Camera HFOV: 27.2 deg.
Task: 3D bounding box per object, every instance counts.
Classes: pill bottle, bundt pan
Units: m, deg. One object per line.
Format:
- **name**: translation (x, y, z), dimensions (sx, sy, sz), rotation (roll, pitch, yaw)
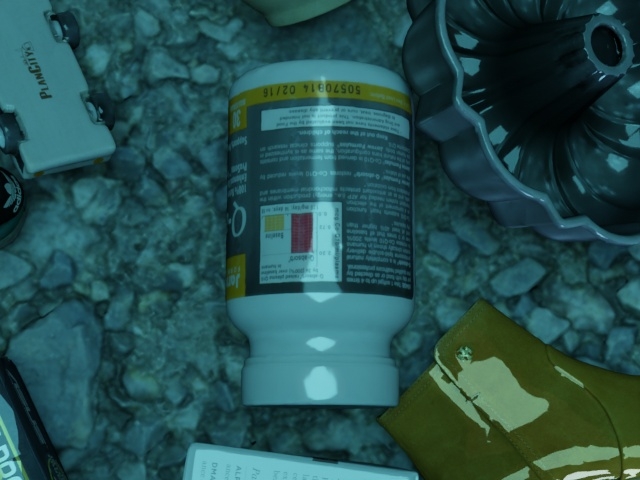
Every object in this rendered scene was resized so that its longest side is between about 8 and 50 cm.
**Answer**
- **pill bottle**: translation (0.000, 0.000, 1.112), dimensions (0.162, 0.162, 0.279), rotation (1, 81, -1)
- **bundt pan**: translation (0.204, -0.147, 1.118), dimensions (0.330, 0.124, 0.331), rotation (6, 76, -28)

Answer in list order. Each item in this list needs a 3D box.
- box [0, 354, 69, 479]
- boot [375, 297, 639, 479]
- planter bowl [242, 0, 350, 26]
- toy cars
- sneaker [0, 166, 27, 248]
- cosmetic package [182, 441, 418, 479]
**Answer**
- **box**: translation (-0.327, 0.335, 1.089), dimensions (0.318, 0.097, 0.395), rotation (-27, 82, -3)
- **boot**: translation (0.211, 0.124, 1.128), dimensions (0.295, 0.104, 0.211), rotation (-40, 84, -2)
- **planter bowl**: translation (-0.020, -0.256, 1.166), dimensions (0.162, 0.162, 0.109), rotation (-25, 110, -5)
- **toy cars**: translation (-0.345, -0.173, 1.168), dimensions (0.393, 0.087, 0.176), rotation (28, 54, 0)
- **sneaker**: translation (-0.402, -0.032, 1.110), dimensions (0.302, 0.121, 0.108), rotation (-7, 80, -11)
- **cosmetic package**: translation (-0.024, 0.251, 1.079), dimensions (0.183, 0.151, 0.152), rotation (7, 81, -1)
